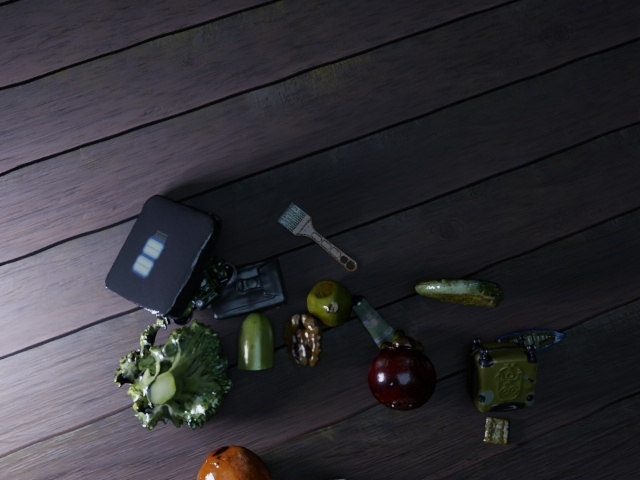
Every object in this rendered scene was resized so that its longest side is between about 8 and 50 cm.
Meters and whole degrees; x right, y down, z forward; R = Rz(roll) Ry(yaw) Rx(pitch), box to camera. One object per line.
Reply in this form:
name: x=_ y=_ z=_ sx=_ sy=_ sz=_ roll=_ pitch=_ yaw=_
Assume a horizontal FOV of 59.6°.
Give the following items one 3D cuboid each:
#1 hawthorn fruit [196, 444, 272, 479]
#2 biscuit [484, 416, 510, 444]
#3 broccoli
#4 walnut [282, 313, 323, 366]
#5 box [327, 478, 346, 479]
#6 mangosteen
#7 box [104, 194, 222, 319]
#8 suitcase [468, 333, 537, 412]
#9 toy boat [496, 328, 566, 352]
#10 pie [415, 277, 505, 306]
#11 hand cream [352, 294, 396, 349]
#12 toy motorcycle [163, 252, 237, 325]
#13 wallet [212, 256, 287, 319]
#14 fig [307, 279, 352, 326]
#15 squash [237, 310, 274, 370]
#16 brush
hawthorn fruit: x=-0.227 y=0.742 z=1.639 sx=0.299 sy=0.211 sz=0.211 roll=30 pitch=79 yaw=43
biscuit: x=0.576 y=0.620 z=1.821 sx=0.082 sy=0.018 sz=0.083 roll=7 pitch=82 yaw=-2
broccoli: x=-0.443 y=0.403 z=1.690 sx=0.335 sy=0.272 sz=0.323 roll=-11 pitch=60 yaw=-2
walnut: x=-0.049 y=0.318 z=1.789 sx=0.143 sy=0.069 sz=0.170 roll=-6 pitch=86 yaw=32
box: x=-0.002 y=0.846 z=1.638 sx=0.111 sy=0.260 sz=0.194 roll=-19 pitch=84 yaw=29
mangosteen: x=0.257 y=0.399 z=1.748 sx=0.215 sy=0.215 sz=0.257 roll=11 pitch=55 yaw=-2
box: x=-0.484 y=0.044 z=1.720 sx=0.359 sy=0.091 sz=0.350 roll=19 pitch=79 yaw=35
suitcase: x=0.567 y=0.416 z=1.763 sx=0.194 sy=0.143 sz=0.234 roll=-4 pitch=107 yaw=-4
toy boat: x=0.696 y=0.331 z=1.851 sx=0.229 sy=0.046 sz=0.080 roll=-10 pitch=83 yaw=-5
pie: x=0.437 y=0.155 z=1.756 sx=0.277 sy=0.277 sz=0.078 roll=11 pitch=80 yaw=-2
hand cream: x=0.180 y=0.273 z=1.828 sx=0.086 sy=0.055 sz=0.235 roll=-38 pitch=94 yaw=-4
toy motorcycle: x=-0.410 y=0.137 z=1.771 sx=0.275 sy=0.125 sz=0.187 roll=-43 pitch=78 yaw=-2
wallet: x=-0.240 y=0.158 z=1.820 sx=0.246 sy=0.052 sz=0.168 roll=-13 pitch=79 yaw=-3
fig: x=0.032 y=0.199 z=1.769 sx=0.144 sy=0.165 sz=0.153 roll=-11 pitch=83 yaw=-9
squash: x=-0.199 y=0.316 z=1.766 sx=0.123 sy=0.123 sz=0.186 roll=3 pitch=80 yaw=-3
brush: x=0.000 y=0.000 z=1.868 sx=0.314 sy=0.017 sz=0.090 roll=39 pitch=82 yaw=1
